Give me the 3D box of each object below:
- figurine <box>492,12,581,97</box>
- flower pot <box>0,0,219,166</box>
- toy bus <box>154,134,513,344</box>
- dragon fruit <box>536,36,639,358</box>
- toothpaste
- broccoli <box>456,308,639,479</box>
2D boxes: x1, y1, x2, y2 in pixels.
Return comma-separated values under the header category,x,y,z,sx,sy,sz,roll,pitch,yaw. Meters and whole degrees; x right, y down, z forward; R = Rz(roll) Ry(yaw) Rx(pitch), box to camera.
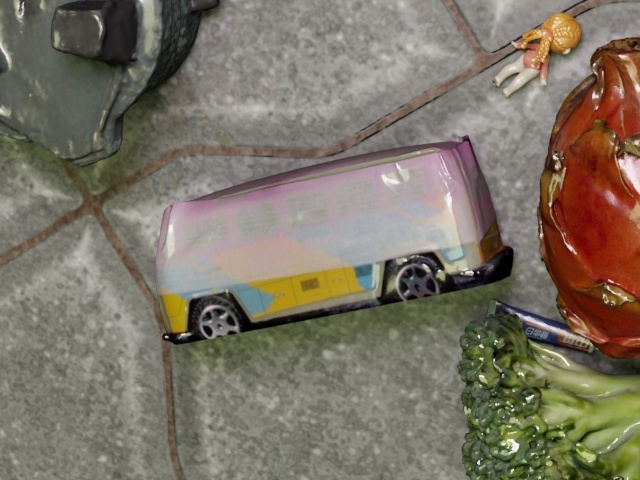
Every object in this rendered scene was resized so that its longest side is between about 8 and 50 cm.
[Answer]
category,x,y,z,sx,sy,sz,roll,pitch,yaw
figurine,0.224,-0.192,1.326,0.109,0.047,0.064,-42,67,27
flower pot,-0.267,-0.229,1.326,0.299,0.283,0.299,3,103,14
toy bus,0.000,0.000,1.379,0.386,0.171,0.162,-13,90,18
dragon fruit,0.320,-0.039,1.237,0.250,0.250,0.315,-6,91,17
toothpaste,0.250,0.100,1.403,0.140,0.021,0.037,15,102,14
broccoli,0.268,0.211,1.344,0.245,0.248,0.288,-18,120,-13
